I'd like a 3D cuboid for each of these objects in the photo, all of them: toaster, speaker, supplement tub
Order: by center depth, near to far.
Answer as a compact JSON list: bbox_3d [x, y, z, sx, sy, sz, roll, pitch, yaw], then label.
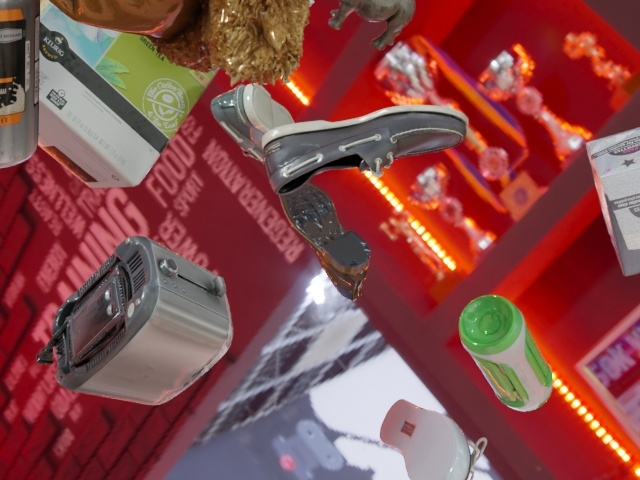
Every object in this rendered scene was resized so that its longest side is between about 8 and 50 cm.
[{"bbox_3d":[-0.208,0.106,1.068,0.146,0.129,0.227,25,-57,-39],"label":"toaster"},{"bbox_3d":[-0.503,-0.275,1.319,0.193,0.193,0.316,-20,-53,-46],"label":"supplement tub"},{"bbox_3d":[0.362,0.222,1.772,0.131,0.131,0.296,-40,-42,-2],"label":"speaker"}]

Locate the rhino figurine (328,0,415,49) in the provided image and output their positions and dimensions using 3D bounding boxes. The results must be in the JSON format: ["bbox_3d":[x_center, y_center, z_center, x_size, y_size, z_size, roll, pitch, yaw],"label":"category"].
[{"bbox_3d":[0.054,-0.411,1.551,0.243,0.073,0.106,19,-53,-27],"label":"rhino figurine"}]

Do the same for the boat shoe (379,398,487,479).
[{"bbox_3d":[0.232,0.404,1.713,0.136,0.156,0.367,-61,12,-6],"label":"boat shoe"}]

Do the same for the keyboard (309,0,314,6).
[{"bbox_3d":[-0.126,-0.442,1.755,0.256,0.072,0.014,-27,-32,-37],"label":"keyboard"}]

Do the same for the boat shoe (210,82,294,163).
[{"bbox_3d":[-0.120,-0.217,1.844,0.099,0.116,0.319,-7,-19,15],"label":"boat shoe"}]

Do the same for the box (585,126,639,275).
[{"bbox_3d":[0.508,-0.078,1.246,0.247,0.163,0.142,-16,23,14],"label":"box"}]

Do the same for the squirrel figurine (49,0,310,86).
[{"bbox_3d":[-0.145,-0.399,1.216,0.370,0.397,0.281,-14,37,41],"label":"squirrel figurine"}]

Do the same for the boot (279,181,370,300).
[{"bbox_3d":[0.000,0.000,1.440,0.082,0.219,0.106,-25,-37,-18],"label":"boot"}]

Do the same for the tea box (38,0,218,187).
[{"bbox_3d":[-0.426,-0.323,1.748,0.329,0.220,0.324,43,-114,-32],"label":"tea box"}]

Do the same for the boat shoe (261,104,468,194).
[{"bbox_3d":[0.045,-0.084,0.904,0.206,0.065,0.075,-7,-23,4],"label":"boat shoe"}]
